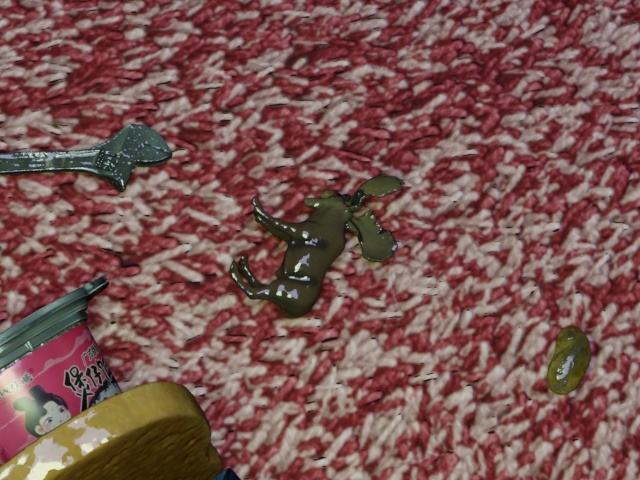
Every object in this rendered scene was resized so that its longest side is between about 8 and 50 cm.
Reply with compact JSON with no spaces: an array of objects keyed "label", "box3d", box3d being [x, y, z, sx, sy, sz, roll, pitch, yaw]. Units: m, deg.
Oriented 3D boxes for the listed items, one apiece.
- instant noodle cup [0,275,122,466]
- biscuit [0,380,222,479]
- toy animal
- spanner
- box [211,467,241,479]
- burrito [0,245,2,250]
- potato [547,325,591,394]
[{"label":"instant noodle cup","box3d":[-0.321,0.194,1.696,0.302,0.258,0.181,-33,90,-6]},{"label":"biscuit","box3d":[-0.273,0.294,1.580,0.385,0.365,0.062,-38,66,-6]},{"label":"toy animal","box3d":[0.000,0.000,1.889,0.186,0.094,0.214,17,74,5]},{"label":"spanner","box3d":[-0.349,-0.101,1.913,0.325,0.026,0.093,-3,68,-7]},{"label":"box","box3d":[-0.118,0.422,1.546,0.279,0.116,0.261,-39,95,7]},{"label":"burrito","box3d":[-0.447,0.019,1.842,0.118,0.044,0.074,18,70,3]},{"label":"potato","box3d":[0.310,0.148,1.883,0.046,0.045,0.092,3,59,33]}]
